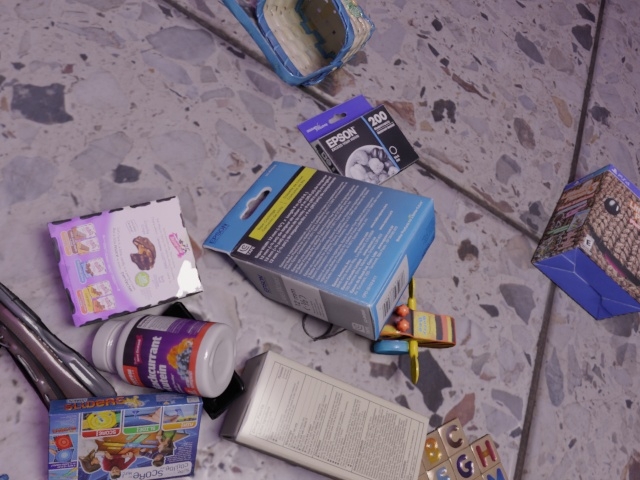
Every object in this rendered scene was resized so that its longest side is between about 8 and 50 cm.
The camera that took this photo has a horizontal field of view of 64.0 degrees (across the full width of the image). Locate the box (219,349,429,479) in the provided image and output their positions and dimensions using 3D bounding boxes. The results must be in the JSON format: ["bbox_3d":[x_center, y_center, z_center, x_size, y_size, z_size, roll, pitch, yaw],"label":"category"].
[{"bbox_3d":[0.009,0.311,0.853,0.311,0.121,0.147,27,63,-13],"label":"box"}]

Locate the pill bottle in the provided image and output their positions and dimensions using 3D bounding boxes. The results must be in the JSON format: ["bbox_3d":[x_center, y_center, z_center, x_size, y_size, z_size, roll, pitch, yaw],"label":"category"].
[{"bbox_3d":[-0.234,0.168,0.766,0.194,0.108,0.108,4,66,15],"label":"pill bottle"}]

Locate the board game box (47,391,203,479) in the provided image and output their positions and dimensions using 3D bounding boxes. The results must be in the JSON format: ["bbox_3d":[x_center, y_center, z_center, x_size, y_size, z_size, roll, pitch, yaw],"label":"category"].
[{"bbox_3d":[-0.280,0.290,0.740,0.202,0.035,0.136,4,108,-23],"label":"board game box"}]

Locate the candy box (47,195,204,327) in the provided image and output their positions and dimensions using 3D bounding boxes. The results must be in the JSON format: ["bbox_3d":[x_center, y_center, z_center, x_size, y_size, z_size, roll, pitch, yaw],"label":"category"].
[{"bbox_3d":[-0.305,0.032,0.820,0.197,0.070,0.164,-15,86,-20],"label":"candy box"}]

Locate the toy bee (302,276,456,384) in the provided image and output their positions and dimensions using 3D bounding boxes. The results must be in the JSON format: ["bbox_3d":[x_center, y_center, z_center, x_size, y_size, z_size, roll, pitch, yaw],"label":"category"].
[{"bbox_3d":[0.147,0.168,0.944,0.299,0.162,0.195,-13,79,-27],"label":"toy bee"}]

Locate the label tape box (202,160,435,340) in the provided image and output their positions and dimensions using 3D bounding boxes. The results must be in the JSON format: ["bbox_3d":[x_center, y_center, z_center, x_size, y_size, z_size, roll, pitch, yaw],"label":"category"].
[{"bbox_3d":[0.000,0.000,0.938,0.348,0.115,0.249,17,55,29],"label":"label tape box"}]

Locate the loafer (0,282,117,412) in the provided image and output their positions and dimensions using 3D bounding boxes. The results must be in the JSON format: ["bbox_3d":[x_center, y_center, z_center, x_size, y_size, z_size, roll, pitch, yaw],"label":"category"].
[{"bbox_3d":[-0.430,0.151,0.728,0.302,0.109,0.095,46,66,-7],"label":"loafer"}]

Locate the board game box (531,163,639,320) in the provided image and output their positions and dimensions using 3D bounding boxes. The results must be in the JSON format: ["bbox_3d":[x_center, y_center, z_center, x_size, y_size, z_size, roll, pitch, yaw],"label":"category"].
[{"bbox_3d":[0.694,0.005,1.254,0.232,0.141,0.291,40,61,-7],"label":"board game box"}]

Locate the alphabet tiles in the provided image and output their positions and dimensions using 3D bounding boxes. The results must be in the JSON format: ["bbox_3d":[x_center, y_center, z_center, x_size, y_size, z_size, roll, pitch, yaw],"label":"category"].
[{"bbox_3d":[0.259,0.529,0.950,0.285,0.011,0.342,-15,79,-27],"label":"alphabet tiles"}]

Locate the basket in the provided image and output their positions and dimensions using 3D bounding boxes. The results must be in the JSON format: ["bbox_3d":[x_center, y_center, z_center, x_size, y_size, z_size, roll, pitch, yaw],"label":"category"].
[{"bbox_3d":[-0.046,-0.451,1.054,0.289,0.201,0.254,-36,90,-39],"label":"basket"}]

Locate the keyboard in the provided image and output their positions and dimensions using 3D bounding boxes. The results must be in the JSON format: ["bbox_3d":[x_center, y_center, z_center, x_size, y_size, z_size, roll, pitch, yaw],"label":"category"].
[{"bbox_3d":[-0.206,0.198,0.830,0.100,0.038,0.192,-42,70,-2],"label":"keyboard"}]

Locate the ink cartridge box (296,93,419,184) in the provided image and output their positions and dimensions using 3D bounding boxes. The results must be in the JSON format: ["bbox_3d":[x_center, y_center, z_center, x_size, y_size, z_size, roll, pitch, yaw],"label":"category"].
[{"bbox_3d":[0.087,-0.215,1.121,0.206,0.045,0.208,-34,86,-29],"label":"ink cartridge box"}]

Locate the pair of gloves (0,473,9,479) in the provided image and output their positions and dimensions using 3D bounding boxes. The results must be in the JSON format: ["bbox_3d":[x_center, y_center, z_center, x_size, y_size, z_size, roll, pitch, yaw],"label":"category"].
[{"bbox_3d":[-0.454,0.420,0.668,0.159,0.023,0.198,-29,84,-27],"label":"pair of gloves"}]
